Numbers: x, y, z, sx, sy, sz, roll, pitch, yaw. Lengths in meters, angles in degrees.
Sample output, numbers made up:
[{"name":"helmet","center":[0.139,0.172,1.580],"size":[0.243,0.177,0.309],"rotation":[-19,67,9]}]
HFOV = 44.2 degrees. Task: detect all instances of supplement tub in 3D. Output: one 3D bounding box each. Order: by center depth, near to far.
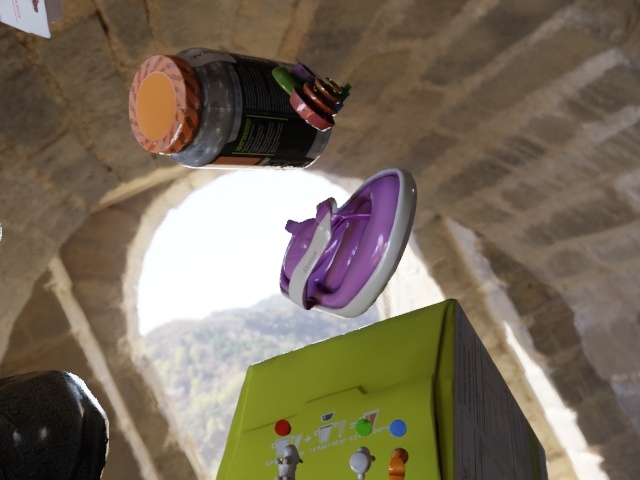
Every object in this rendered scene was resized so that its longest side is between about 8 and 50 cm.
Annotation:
[{"name":"supplement tub","center":[-0.145,-0.215,1.319],"size":[0.316,0.193,0.193],"rotation":[-3,-22,-48]}]

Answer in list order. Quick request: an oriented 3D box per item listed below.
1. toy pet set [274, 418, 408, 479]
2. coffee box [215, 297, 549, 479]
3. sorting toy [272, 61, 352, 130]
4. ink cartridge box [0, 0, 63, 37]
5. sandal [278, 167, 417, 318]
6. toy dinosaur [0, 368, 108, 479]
[{"name":"toy pet set","center":[0.022,0.223,0.710],"size":[0.122,0.114,0.065],"rotation":[-3,-22,17]},{"name":"coffee box","center":[0.091,0.339,1.025],"size":[0.338,0.334,0.338],"rotation":[-22,29,23]},{"name":"sorting toy","center":[-0.002,-0.136,0.706],"size":[0.061,0.102,0.042],"rotation":[32,-70,-36]},{"name":"ink cartridge box","center":[-0.440,-0.375,1.130],"size":[0.067,0.198,0.115],"rotation":[-42,-32,-40]},{"name":"sandal","center":[-0.002,0.015,0.991],"size":[0.102,0.169,0.416],"rotation":[13,-16,-16]},{"name":"toy dinosaur","center":[-0.159,0.125,0.395],"size":[0.160,0.121,0.313],"rotation":[-66,-21,-5]}]
